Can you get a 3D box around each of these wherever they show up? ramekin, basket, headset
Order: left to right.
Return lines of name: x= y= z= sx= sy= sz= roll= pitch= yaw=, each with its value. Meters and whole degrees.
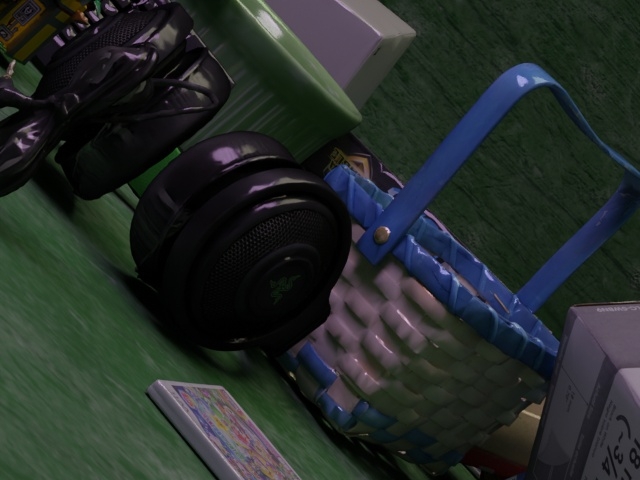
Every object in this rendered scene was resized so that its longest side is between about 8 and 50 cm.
headset: x=-0.111 y=-0.032 z=1.243 sx=0.243 sy=0.185 sz=0.394 roll=51 pitch=-8 yaw=14
ramekin: x=-0.117 y=-0.169 z=1.777 sx=0.303 sy=0.148 sz=0.303 roll=47 pitch=6 yaw=-7
basket: x=0.104 y=0.018 z=1.454 sx=0.201 sy=0.289 sz=0.255 roll=51 pitch=8 yaw=33

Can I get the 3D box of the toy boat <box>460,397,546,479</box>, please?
toy boat: x=0.172 y=0.176 z=1.664 sx=0.231 sy=0.151 sz=0.151 roll=22 pitch=35 yaw=3

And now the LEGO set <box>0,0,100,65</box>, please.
LEGO set: x=-0.251 y=-0.294 z=1.368 sx=0.331 sy=0.192 sz=0.255 roll=36 pitch=17 yaw=-52

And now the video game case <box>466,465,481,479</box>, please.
video game case: x=0.165 y=0.209 z=1.890 sx=0.183 sy=0.023 sz=0.201 roll=47 pitch=6 yaw=-5

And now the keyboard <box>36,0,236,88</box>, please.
keyboard: x=-0.177 y=-0.237 z=1.576 sx=0.317 sy=0.201 sz=0.033 roll=51 pitch=-25 yaw=-1

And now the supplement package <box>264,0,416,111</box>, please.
supplement package: x=-0.067 y=-0.259 z=2.264 sx=0.293 sy=0.175 sz=0.177 roll=39 pitch=15 yaw=8

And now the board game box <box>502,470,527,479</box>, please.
board game box: x=0.231 y=0.249 z=1.587 sx=0.201 sy=0.136 sz=0.035 roll=44 pitch=34 yaw=-31

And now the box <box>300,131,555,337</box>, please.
box: x=0.123 y=0.041 z=1.929 sx=0.295 sy=0.073 sz=0.293 roll=45 pitch=1 yaw=18

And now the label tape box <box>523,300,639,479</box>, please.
label tape box: x=0.250 y=0.227 z=1.327 sx=0.106 sy=0.240 sz=0.333 roll=-1 pitch=31 yaw=-19

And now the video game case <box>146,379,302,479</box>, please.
video game case: x=-0.049 y=0.115 z=1.109 sx=0.087 sy=0.011 sz=0.122 roll=49 pitch=7 yaw=14
